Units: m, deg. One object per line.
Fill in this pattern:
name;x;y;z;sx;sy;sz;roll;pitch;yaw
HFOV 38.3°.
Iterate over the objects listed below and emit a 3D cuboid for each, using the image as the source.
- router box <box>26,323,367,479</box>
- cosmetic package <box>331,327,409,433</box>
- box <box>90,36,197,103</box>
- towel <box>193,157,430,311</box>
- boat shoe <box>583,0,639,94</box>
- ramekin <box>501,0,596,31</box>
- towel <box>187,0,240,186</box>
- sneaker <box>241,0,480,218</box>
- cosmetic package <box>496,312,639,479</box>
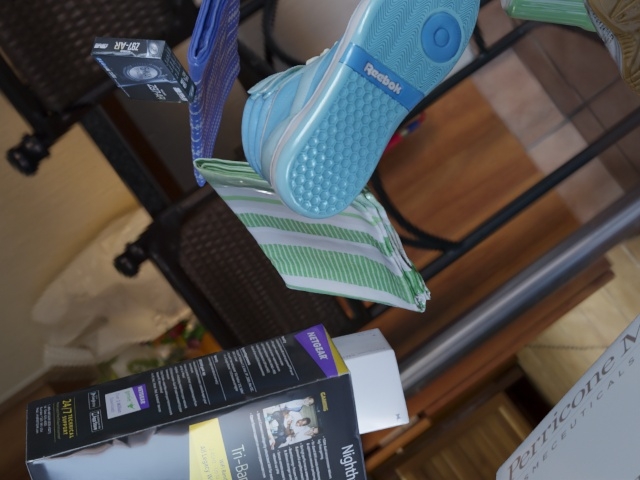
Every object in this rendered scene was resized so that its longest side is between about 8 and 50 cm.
router box;-0.081;0.244;0.761;0.081;0.243;0.309;-124;23;-61
cosmetic package;0.023;0.260;1.645;0.225;0.224;0.138;-125;23;-84
box;-0.155;-0.151;0.820;0.067;0.018;0.083;7;162;14
towel;0.000;0.000;1.241;0.248;0.038;0.325;9;155;27
boat shoe;0.333;-0.247;0.967;0.277;0.098;0.096;33;-149;-52
ramekin;0.351;-0.460;1.337;0.303;0.148;0.303;3;-90;-85
towel;-0.151;-0.261;1.367;0.040;0.243;0.336;12;154;0
sneaker;0.023;-0.186;1.007;0.127;0.319;0.208;39;176;-29
cosmetic package;0.319;0.251;0.591;0.327;0.329;0.394;34;-154;1
